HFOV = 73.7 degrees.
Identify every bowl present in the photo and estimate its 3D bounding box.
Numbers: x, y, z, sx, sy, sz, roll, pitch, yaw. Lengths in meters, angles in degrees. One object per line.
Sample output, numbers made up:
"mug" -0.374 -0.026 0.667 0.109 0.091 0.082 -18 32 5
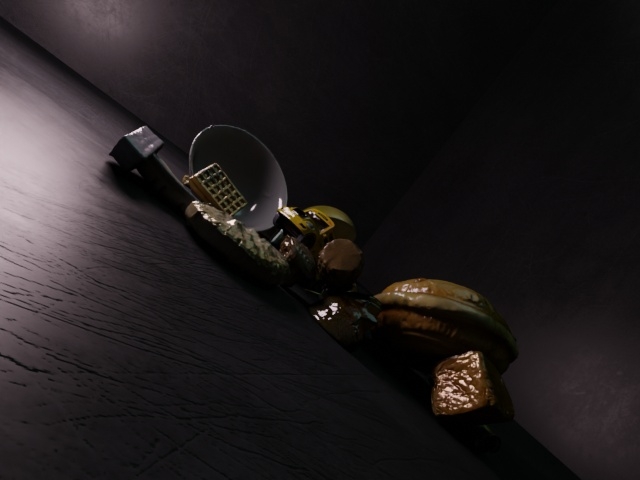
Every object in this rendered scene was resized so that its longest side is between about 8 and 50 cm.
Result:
"bowl" -0.278 -0.163 1.311 0.345 0.346 0.157 38 -42 -27

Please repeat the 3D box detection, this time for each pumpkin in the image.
"pumpkin" 0.063 0.168 1.097 0.149 0.130 0.254 39 3 0

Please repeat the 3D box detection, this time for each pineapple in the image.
"pineapple" 0.047 0.102 1.181 0.128 0.128 0.248 39 -29 20

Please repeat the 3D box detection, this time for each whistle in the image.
"whistle" 0.377 0.460 1.162 0.068 0.057 0.326 38 1 -11

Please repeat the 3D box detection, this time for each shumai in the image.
"shumai" -0.079 0.064 1.124 0.146 0.116 0.145 55 7 -9

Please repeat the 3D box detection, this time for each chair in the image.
"chair" -0.196 -0.037 1.542 0.084 0.101 0.212 38 2 -6

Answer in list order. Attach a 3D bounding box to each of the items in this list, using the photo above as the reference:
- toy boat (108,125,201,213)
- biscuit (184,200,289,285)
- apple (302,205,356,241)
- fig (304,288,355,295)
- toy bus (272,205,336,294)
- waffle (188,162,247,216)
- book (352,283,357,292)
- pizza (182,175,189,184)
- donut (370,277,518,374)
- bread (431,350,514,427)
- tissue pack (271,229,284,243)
"toy boat" -0.378 -0.153 1.030 0.276 0.111 0.294 38 -12 52
"biscuit" -0.165 0.019 0.950 0.281 0.084 0.179 38 1 -32
"apple" 0.000 0.000 1.724 0.253 0.292 0.292 19 8 -19
"fig" 0.032 0.189 1.324 0.166 0.094 0.093 -5 20 -20
"toy bus" -0.030 0.017 1.341 0.145 0.151 0.331 42 -23 36
"waffle" -0.274 -0.128 1.147 0.148 0.042 0.102 54 42 -12
"book" 0.087 0.161 1.518 0.161 0.026 0.231 39 -32 58
"pizza" -0.416 -0.189 1.580 0.188 0.081 0.204 15 7 12
"donut" 0.337 0.267 1.233 0.448 0.198 0.449 19 -24 9
"bread" 0.360 0.367 1.030 0.149 0.158 0.143 39 38 -30
"tissue pack" -0.214 -0.050 1.823 0.177 0.089 0.263 40 -1 11
